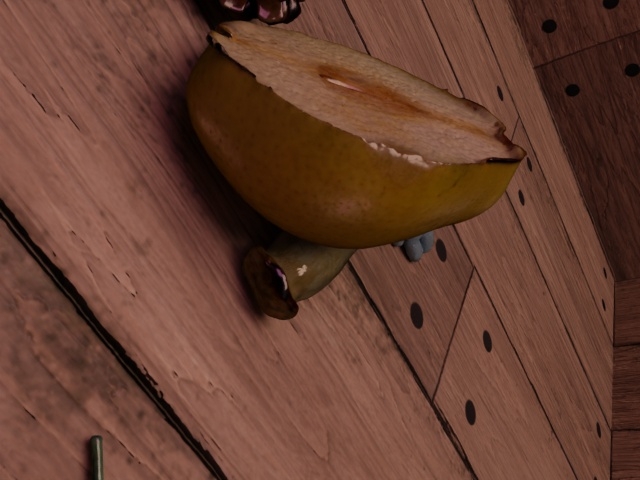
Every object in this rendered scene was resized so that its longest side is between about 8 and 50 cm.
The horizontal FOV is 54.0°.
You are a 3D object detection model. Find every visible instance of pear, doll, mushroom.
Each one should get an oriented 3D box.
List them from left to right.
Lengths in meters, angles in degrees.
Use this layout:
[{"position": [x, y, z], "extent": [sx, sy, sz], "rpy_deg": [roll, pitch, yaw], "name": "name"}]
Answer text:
[{"position": [0.000, 0.000, 0.849], "extent": [0.312, 0.081, 0.100], "rpy_deg": [-43, 114, -55], "name": "mushroom"}, {"position": [0.026, -0.107, 0.764], "extent": [0.386, 0.191, 0.340], "rpy_deg": [20, 30, -9], "name": "pear"}, {"position": [0.151, -0.047, 1.101], "extent": [0.120, 0.075, 0.180], "rpy_deg": [-41, 138, -22], "name": "doll"}]

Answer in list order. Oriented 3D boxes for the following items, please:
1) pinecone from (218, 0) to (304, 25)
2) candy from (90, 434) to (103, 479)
[{"position": [-0.074, -0.388, 0.785], "extent": [0.201, 0.202, 0.229], "rpy_deg": [-84, 154, -87], "name": "pinecone"}, {"position": [-0.177, 0.292, 0.504], "extent": [0.077, 0.073, 0.262], "rpy_deg": [2, 67, -28], "name": "candy"}]
